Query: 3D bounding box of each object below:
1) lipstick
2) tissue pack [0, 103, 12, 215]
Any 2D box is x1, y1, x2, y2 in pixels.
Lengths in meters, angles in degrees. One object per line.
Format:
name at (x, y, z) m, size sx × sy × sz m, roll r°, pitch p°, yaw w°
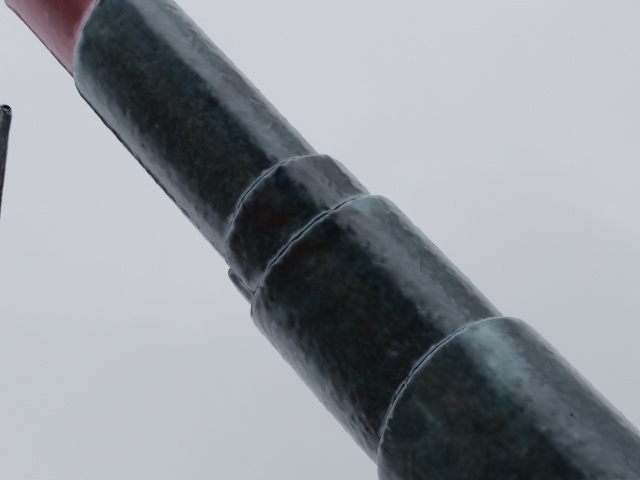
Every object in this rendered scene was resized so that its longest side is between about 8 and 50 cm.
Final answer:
lipstick at (0.000, 0.000, 0.409) m, size 0.053 × 0.234 × 0.053 m, roll -35°, pitch -22°, yaw -16°
tissue pack at (-0.189, 0.016, 0.706) m, size 0.116 × 0.065 × 0.155 m, roll 7°, pitch -85°, yaw 22°
